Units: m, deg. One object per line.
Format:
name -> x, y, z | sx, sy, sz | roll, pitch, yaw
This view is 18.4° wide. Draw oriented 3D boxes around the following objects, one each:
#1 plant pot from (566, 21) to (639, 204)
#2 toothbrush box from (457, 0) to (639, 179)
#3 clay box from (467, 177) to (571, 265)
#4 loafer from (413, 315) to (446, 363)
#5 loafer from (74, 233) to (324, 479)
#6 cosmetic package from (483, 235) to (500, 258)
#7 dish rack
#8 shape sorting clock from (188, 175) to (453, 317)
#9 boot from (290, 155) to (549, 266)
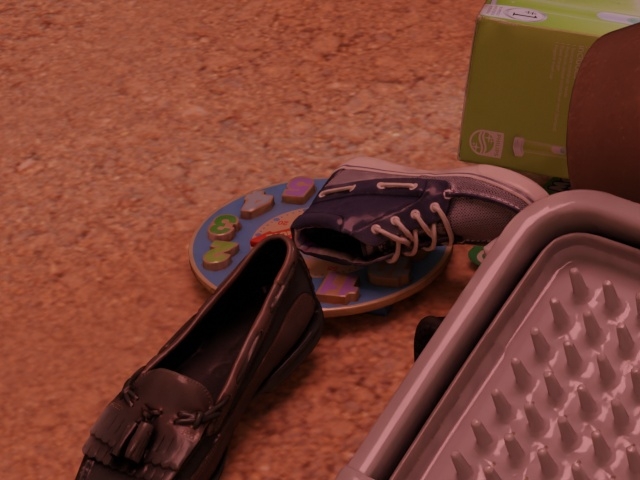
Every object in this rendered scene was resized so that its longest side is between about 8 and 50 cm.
plant pot -> 0.297, -0.071, 1.328 | 0.229, 0.263, 0.263 | 4, 34, 30
toothbrush box -> 0.264, -0.123, 1.542 | 0.283, 0.122, 0.206 | 11, 22, 9
clay box -> 0.231, 0.002, 1.486 | 0.222, 0.053, 0.127 | 22, 41, 33
loafer -> 0.155, 0.111, 1.326 | 0.220, 0.080, 0.078 | 32, 40, 34
loafer -> -0.091, 0.097, 1.343 | 0.096, 0.084, 0.267 | 18, 47, 25
cosmetic package -> 0.218, 0.073, 1.344 | 0.060, 0.099, 0.239 | -31, 41, -33
dish rack -> 0.176, 0.143, 1.184 | 0.285, 0.072, 0.333 | 22, 67, 32
shape sorting clock -> 0.000, 0.000, 1.534 | 0.206, 0.040, 0.206 | -4, 34, 2
boot -> 0.074, -0.010, 1.453 | 0.190, 0.069, 0.086 | 6, 40, 35
